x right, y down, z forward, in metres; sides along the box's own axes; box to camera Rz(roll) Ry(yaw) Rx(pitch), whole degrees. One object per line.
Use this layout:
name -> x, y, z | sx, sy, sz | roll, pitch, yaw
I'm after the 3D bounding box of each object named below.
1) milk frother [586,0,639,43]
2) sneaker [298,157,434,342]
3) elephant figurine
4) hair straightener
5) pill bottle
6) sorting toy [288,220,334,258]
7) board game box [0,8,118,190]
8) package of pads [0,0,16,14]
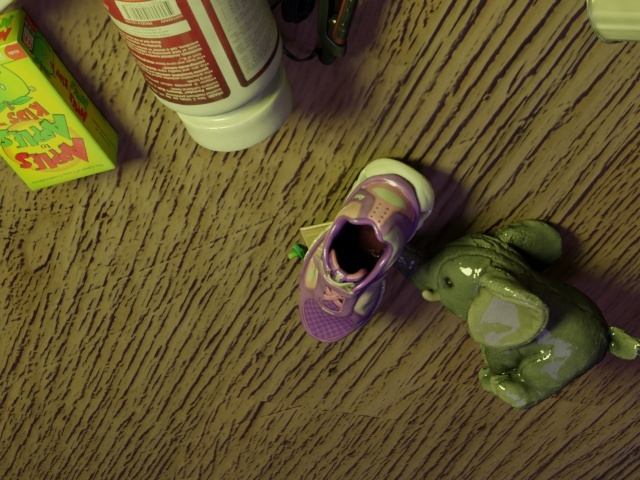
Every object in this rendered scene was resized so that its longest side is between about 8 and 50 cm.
milk frother -> 0.313, -0.224, 1.030 | 0.135, 0.129, 0.143 | 13, -158, 43
sneaker -> 0.028, 0.027, 1.296 | 0.095, 0.104, 0.236 | 30, 129, 3
elephant figurine -> 0.194, 0.057, 1.358 | 0.186, 0.169, 0.239 | -36, 122, -3
hair straightener -> -0.002, -0.228, 1.054 | 0.089, 0.047, 0.230 | 22, 147, 3
pill bottle -> -0.101, -0.179, 1.034 | 0.121, 0.121, 0.221 | -11, 142, 11
sorting toy -> 0.000, 0.000, 1.371 | 0.083, 0.012, 0.062 | -12, 140, 12
board game box -> -0.268, -0.124, 1.162 | 0.092, 0.043, 0.181 | -14, 142, 14
package of pads -> -0.270, -0.282, 0.905 | 0.297, 0.101, 0.229 | -31, 134, 33
